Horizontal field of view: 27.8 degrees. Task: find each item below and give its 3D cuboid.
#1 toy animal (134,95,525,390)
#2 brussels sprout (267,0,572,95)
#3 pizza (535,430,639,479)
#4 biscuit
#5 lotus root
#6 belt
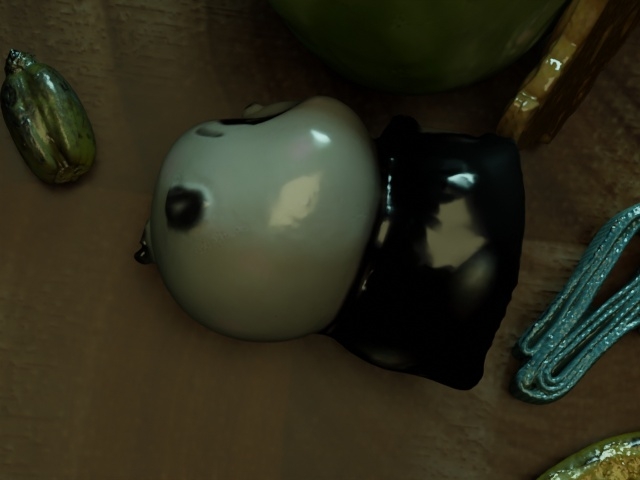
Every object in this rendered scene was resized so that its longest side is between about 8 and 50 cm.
[{"bbox_3d":[0.004,-0.007,0.847,0.235,0.187,0.165,13,72,-9],"label":"toy animal"},{"bbox_3d":[0.073,-0.255,0.844,0.247,0.328,0.328,26,80,21],"label":"brussels sprout"},{"bbox_3d":[0.223,0.192,0.937,0.160,0.036,0.099,-16,86,-9],"label":"pizza"},{"bbox_3d":[0.190,-0.141,0.915,0.035,0.162,0.250,38,50,13],"label":"biscuit"},{"bbox_3d":[-0.192,-0.086,0.896,0.054,0.049,0.099,-25,89,-2],"label":"lotus root"},{"bbox_3d":[0.214,0.057,0.940,0.100,0.065,0.179,42,82,6],"label":"belt"}]
